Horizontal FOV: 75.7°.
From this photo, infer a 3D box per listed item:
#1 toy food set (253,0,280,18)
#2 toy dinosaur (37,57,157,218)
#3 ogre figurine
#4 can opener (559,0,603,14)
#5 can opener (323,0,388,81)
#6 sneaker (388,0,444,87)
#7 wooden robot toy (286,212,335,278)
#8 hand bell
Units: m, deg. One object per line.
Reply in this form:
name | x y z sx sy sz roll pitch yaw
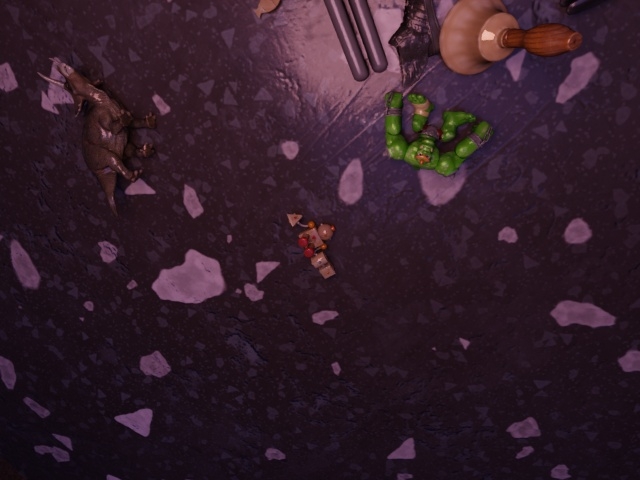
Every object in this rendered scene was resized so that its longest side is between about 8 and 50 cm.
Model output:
toy food set | -0.078 -0.457 0.719 0.122 0.019 0.078 -20 109 26
toy dinosaur | -0.440 -0.208 0.861 0.160 0.121 0.314 13 121 18
ogre figurine | 0.201 -0.187 0.753 0.196 0.097 0.118 17 99 -14
can opener | 0.466 -0.408 0.625 0.186 0.059 0.073 -20 136 28
can opener | 0.035 -0.409 0.685 0.074 0.093 0.281 -18 114 16
sneaker | 0.153 -0.360 0.702 0.089 0.051 0.170 -21 112 13
wooden robot toy | 0.000 0.000 0.885 0.079 0.076 0.173 -27 107 9
hand bell | 0.281 -0.289 0.591 0.126 0.242 0.126 -5 119 -9
